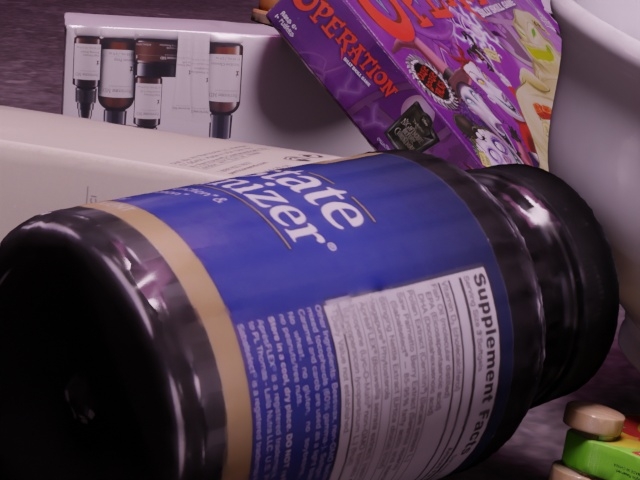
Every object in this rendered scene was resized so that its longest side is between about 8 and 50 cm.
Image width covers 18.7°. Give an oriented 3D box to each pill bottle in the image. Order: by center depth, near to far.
[{"bbox_3d":[-0.001,0.034,0.682,0.219,0.123,0.122,-13,21,-41],"label":"pill bottle"}]

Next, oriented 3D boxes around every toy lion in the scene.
[{"bbox_3d":[0.144,0.087,0.740,0.096,0.034,0.100,5,11,-34],"label":"toy lion"}]

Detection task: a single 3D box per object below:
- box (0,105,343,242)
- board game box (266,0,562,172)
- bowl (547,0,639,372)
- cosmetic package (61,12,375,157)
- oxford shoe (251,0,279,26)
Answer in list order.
[{"bbox_3d":[-0.131,0.002,0.835,0.275,0.113,0.094,11,14,23],"label":"box"},{"bbox_3d":[0.119,-0.080,1.140,0.208,0.056,0.347,47,25,10],"label":"board game box"},{"bbox_3d":[0.210,0.007,0.796,0.297,0.134,0.298,19,15,-5],"label":"bowl"},{"bbox_3d":[-0.055,-0.095,1.313,0.239,0.099,0.060,1,16,-9],"label":"cosmetic package"},{"bbox_3d":[0.037,-0.170,1.286,0.076,0.076,0.212,21,23,41],"label":"oxford shoe"}]
